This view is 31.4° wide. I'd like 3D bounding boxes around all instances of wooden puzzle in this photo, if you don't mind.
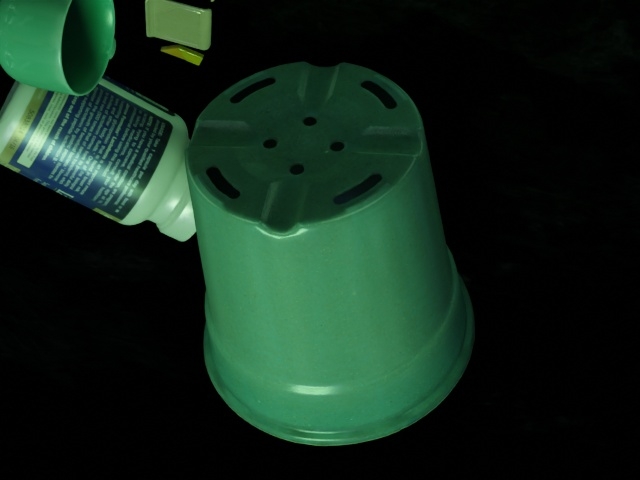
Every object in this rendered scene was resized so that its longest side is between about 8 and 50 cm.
[{"bbox_3d":[-0.156,-0.241,1.257,0.078,0.014,0.116,15,150,-6],"label":"wooden puzzle"}]

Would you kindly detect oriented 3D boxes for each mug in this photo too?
[{"bbox_3d":[-0.292,-0.221,1.238,0.097,0.130,0.158,13,150,12],"label":"mug"}]

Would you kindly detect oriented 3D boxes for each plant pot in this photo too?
[{"bbox_3d":[0.000,0.000,1.300,0.341,0.341,0.334,7,140,16],"label":"plant pot"}]

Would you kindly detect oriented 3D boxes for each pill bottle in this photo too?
[{"bbox_3d":[-0.254,-0.111,1.377,0.264,0.153,0.153,28,148,-18],"label":"pill bottle"}]
